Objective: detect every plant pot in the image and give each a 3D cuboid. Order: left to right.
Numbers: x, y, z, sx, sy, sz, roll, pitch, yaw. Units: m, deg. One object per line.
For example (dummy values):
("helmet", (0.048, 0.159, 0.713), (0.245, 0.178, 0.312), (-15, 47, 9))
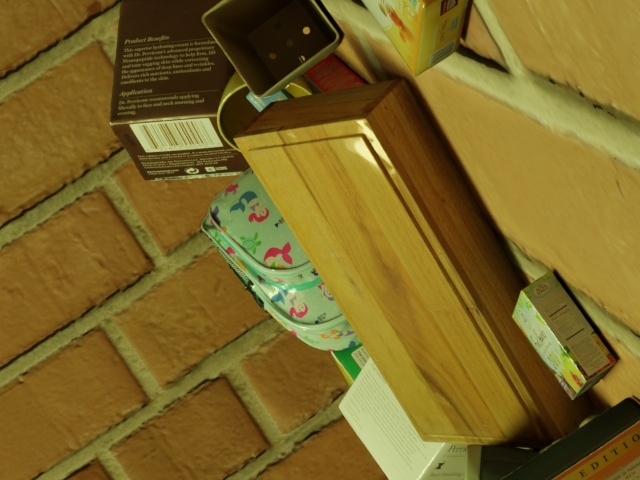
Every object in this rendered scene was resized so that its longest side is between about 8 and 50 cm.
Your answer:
("plant pot", (-0.067, -0.188, 2.176), (0.134, 0.134, 0.095), (61, -162, -44))
("plant pot", (-0.043, -0.218, 1.790), (0.109, 0.109, 0.096), (55, -172, 9))

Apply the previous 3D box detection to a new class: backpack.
("backpack", (0.000, 0.000, 2.088), (0.253, 0.225, 0.191), (50, 178, 25))

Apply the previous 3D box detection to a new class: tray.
("tray", (0.094, 0.036, 1.708), (0.203, 0.076, 0.411), (-4, 126, 50))

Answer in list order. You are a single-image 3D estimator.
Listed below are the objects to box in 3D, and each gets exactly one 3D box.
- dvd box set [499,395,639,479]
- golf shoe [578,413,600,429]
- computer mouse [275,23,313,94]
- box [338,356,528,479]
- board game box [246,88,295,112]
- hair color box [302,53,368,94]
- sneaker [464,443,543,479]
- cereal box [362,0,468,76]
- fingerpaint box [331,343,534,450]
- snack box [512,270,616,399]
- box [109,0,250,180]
("dvd box set", (0.266, 0.394, 1.542), (0.420, 0.308, 0.062), (57, 178, -15))
("golf shoe", (0.297, 0.255, 1.625), (0.186, 0.086, 0.067), (56, 176, 15))
("computer mouse", (-0.044, -0.229, 2.064), (0.242, 0.041, 0.071), (56, 175, -4))
("box", (0.157, 0.241, 2.255), (0.181, 0.119, 0.182), (5, -143, -42))
("board game box", (0.028, -0.090, 1.875), (0.211, 0.039, 0.160), (36, -173, -31))
("hair color box", (0.034, -0.144, 1.825), (0.072, 0.043, 0.141), (58, 176, -32))
("sneaker", (0.211, 0.257, 1.733), (0.222, 0.118, 0.083), (52, -137, -77))
("cereal box", (0.021, -0.246, 1.218), (0.240, 0.047, 0.173), (55, 175, 10))
("fingerpaint box", (0.233, 0.357, 2.516), (0.445, 0.163, 0.371), (53, 174, 38))
("snack box", (0.221, 0.089, 1.546), (0.100, 0.037, 0.141), (57, 176, 12))
("box", (-0.180, -0.211, 2.317), (0.167, 0.169, 0.203), (64, -154, -61))
